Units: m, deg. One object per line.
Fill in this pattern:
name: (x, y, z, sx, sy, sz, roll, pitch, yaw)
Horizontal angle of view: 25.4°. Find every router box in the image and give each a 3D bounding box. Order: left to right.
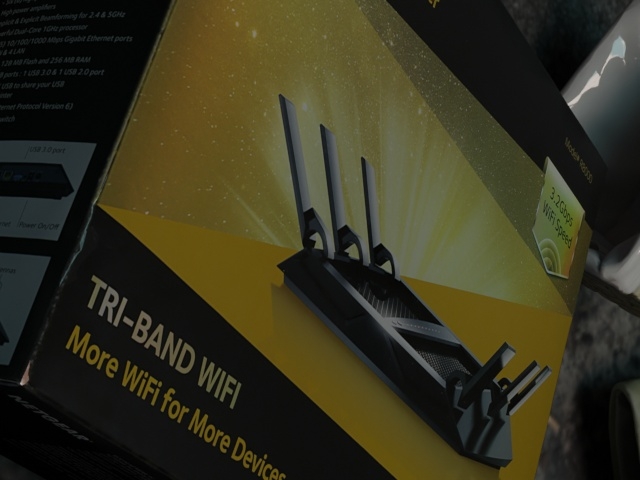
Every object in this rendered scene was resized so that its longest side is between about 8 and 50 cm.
router box: (0.000, 0.000, 0.532, 0.309, 0.081, 0.243, 44, 57, -49)

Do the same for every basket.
basket: (0.192, -0.041, 0.771, 0.167, 0.113, 0.103, -52, 132, -2)

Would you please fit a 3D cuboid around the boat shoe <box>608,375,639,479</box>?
boat shoe: (0.215, 0.219, 0.833, 0.094, 0.109, 0.302, -2, 91, -6)
